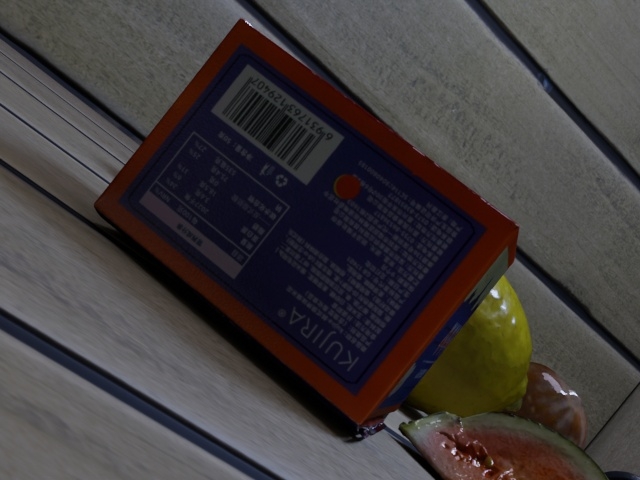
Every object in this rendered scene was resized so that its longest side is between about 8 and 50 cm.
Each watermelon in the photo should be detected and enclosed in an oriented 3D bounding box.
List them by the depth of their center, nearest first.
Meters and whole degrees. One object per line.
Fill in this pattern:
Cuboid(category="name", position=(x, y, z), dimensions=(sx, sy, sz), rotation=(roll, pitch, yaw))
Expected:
Cuboid(category="watermelon", position=(0.246, 0.278, 1.189), dimensions=(0.303, 0.128, 0.159), rotation=(39, 1, 44))

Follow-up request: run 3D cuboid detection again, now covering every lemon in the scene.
Cuboid(category="lemon", position=(0.186, 0.135, 1.664), dimensions=(0.316, 0.285, 0.285), rotation=(19, -4, 13))

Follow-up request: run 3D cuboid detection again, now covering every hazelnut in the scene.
Cuboid(category="hazelnut", position=(0.345, 0.307, 1.781), dimensions=(0.214, 0.214, 0.176), rotation=(39, 31, 1))

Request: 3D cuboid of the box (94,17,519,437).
Cuboid(category="box", position=(0.000, 0.000, 1.140), dimensions=(0.349, 0.257, 0.318), rotation=(38, -1, 10))

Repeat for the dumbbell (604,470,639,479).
Cuboid(category="dumbbell", position=(0.499, 0.461, 1.759), dimensions=(0.152, 0.152, 0.218), rotation=(39, 1, 23))
